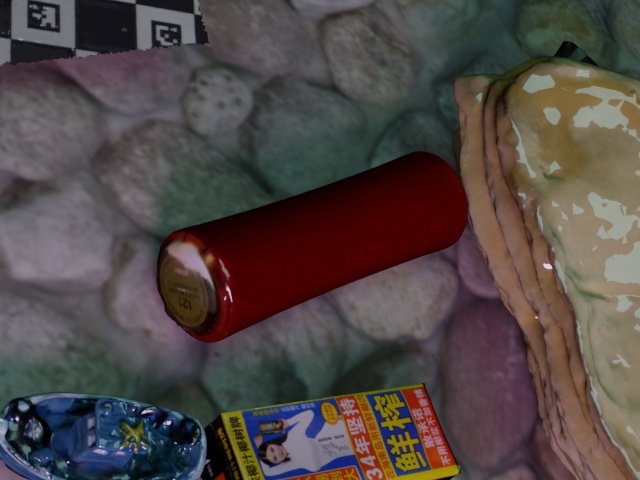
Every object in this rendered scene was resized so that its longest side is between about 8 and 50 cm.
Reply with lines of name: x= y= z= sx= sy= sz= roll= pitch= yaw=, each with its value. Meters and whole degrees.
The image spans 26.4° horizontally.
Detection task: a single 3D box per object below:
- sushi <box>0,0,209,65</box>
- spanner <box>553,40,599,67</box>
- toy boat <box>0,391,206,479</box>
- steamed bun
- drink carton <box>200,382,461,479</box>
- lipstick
sushi: x=-0.229 y=-0.196 z=0.922 sx=0.279 sy=0.043 sz=0.192 roll=-11 pitch=75 yaw=-30
spanner: x=0.280 y=-0.092 z=1.101 sx=0.087 sy=0.024 sz=0.316 roll=40 pitch=5 yaw=-30
toy boat: x=-0.129 y=0.117 z=0.799 sx=0.137 sy=0.061 sz=0.060 roll=12 pitch=58 yaw=-28
steamed bun: x=0.250 y=0.063 z=1.036 sx=0.247 sy=0.189 sz=0.428 roll=-17 pitch=73 yaw=-16
drink carton: x=0.004 y=0.142 z=0.880 sx=0.166 sy=0.056 sz=0.071 roll=-3 pitch=58 yaw=-35
lipstick: x=0.000 y=0.000 z=0.943 sx=0.241 sy=0.080 sz=0.080 roll=-21 pitch=77 yaw=-41
